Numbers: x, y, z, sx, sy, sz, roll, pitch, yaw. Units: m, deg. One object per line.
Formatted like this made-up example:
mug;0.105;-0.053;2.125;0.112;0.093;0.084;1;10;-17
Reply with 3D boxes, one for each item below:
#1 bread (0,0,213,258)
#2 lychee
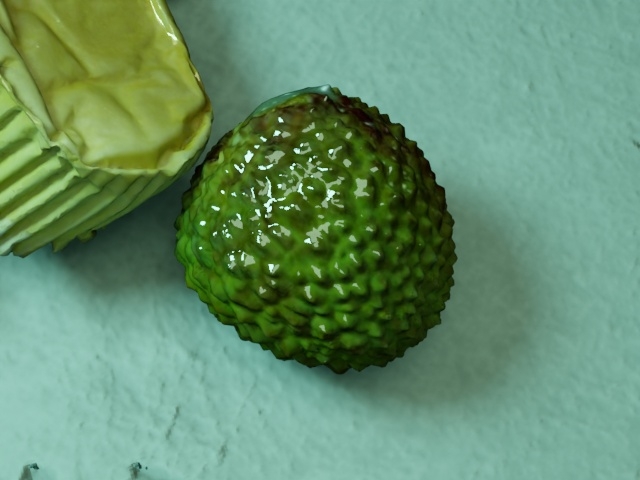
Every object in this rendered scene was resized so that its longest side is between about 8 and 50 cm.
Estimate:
bread;-0.175;-0.118;0.879;0.250;0.133;0.179;60;33;3
lychee;0.000;0.000;0.881;0.171;0.171;0.171;2;73;-7
